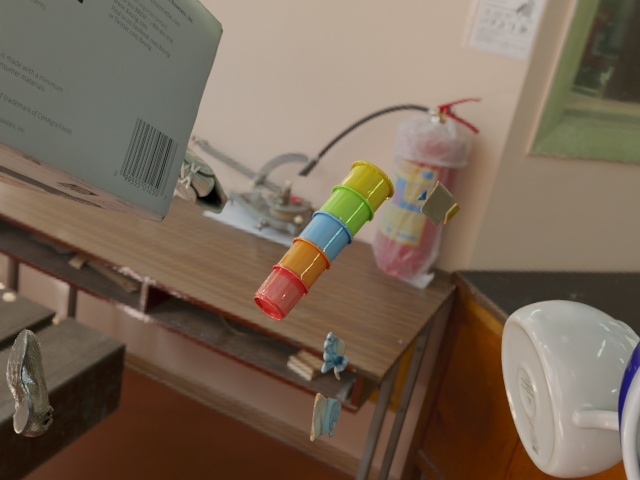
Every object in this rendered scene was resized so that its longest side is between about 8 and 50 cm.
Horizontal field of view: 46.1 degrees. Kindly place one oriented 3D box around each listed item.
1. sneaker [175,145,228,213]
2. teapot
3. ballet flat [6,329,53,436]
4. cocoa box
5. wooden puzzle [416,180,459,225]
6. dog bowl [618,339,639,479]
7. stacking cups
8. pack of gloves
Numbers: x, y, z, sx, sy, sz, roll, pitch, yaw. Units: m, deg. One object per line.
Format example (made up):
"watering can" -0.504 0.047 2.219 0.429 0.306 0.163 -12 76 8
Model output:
"sneaker" -0.253 -0.137 1.375 0.121 0.099 0.262 36 -3 37
"teapot" 0.367 0.191 1.011 0.187 0.252 0.256 -8 52 -2
"ballet flat" -0.519 0.255 1.356 0.058 0.084 0.250 22 20 -36
"cocoa box" -0.289 -0.183 0.677 0.228 0.231 0.347 12 -8 23
"wooden puzzle" 0.233 -0.073 1.504 0.014 0.078 0.116 24 -17 47
"dog bowl" 0.393 0.164 0.634 0.265 0.264 0.104 19 12 15
"stacking cups" 0.000 0.000 1.303 0.096 0.096 0.316 27 65 32
"pack of gloves" 0.034 0.278 1.426 0.046 0.195 0.232 4 -12 11
